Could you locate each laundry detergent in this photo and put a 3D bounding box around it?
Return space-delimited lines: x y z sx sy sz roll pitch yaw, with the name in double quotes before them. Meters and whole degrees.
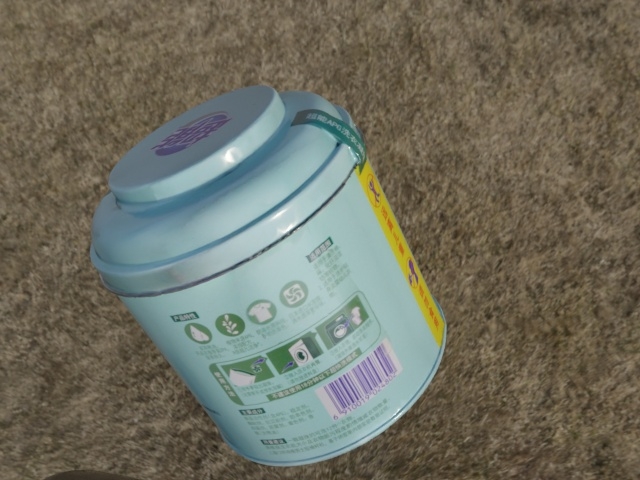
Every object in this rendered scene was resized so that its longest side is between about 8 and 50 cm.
"laundry detergent" -0.055 0.020 0.685 0.287 0.305 0.287 -21 29 12

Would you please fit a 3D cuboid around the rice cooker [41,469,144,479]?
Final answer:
"rice cooker" -0.333 0.471 0.984 0.224 0.267 0.267 -4 63 24
